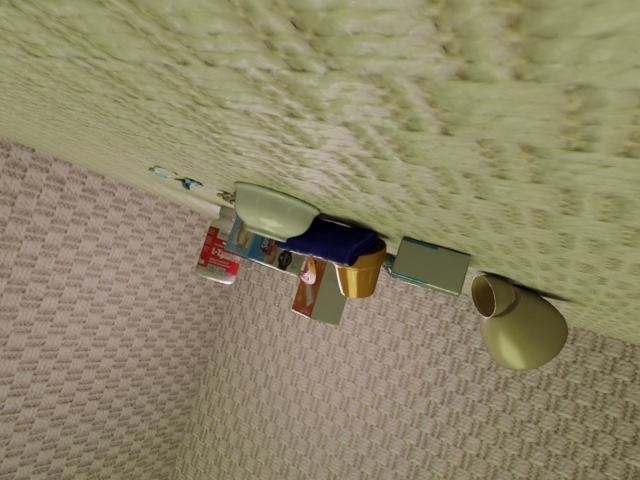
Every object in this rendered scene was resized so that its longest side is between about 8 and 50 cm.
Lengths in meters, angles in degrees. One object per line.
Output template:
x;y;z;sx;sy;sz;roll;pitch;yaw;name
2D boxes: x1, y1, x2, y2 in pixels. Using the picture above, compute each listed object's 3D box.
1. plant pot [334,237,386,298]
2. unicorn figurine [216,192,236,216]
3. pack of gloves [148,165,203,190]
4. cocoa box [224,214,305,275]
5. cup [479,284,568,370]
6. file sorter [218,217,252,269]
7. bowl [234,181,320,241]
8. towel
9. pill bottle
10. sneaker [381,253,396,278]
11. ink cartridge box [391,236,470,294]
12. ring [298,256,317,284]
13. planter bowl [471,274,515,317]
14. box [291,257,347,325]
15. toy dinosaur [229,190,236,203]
0.136;0.100;1.637;0.205;0.188;0.205;-2;-158;1;plant pot
-0.356;-0.159;1.836;0.111;0.060;0.162;14;158;47;unicorn figurine
-0.583;-0.235;1.790;0.195;0.046;0.232;19;176;-29;pack of gloves
-0.214;-0.014;1.831;0.227;0.232;0.347;23;174;-26;cocoa box
0.774;0.316;1.808;0.237;0.331;0.331;47;163;-25;cup
-0.384;-0.017;2.253;0.173;0.278;0.193;20;176;-8;file sorter
-0.159;-0.078;1.468;0.297;0.134;0.298;17;176;1;bowl
0.025;-0.007;1.554;0.308;0.076;0.227;12;-155;31;towel
-0.546;0.024;2.562;0.228;0.408;0.229;17;176;1;pill bottle
0.346;0.122;2.193;0.267;0.106;0.101;17;177;24;sneaker
0.380;0.099;1.532;0.223;0.129;0.307;16;176;18;ink cartridge box
-0.102;0.048;2.092;0.032;0.337;0.336;-25;-164;-23;ring
0.661;0.202;1.701;0.109;0.162;0.162;-9;-178;-12;planter bowl
0.020;0.210;2.176;0.168;0.346;0.215;19;174;-28;box
-0.302;-0.146;1.662;0.047;0.090;0.082;33;152;31;toy dinosaur
